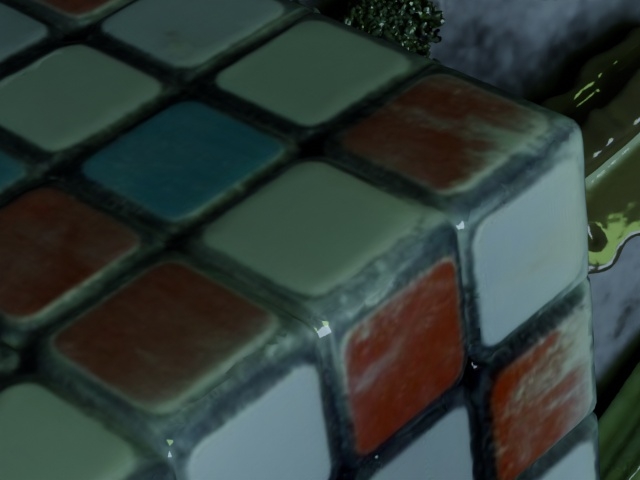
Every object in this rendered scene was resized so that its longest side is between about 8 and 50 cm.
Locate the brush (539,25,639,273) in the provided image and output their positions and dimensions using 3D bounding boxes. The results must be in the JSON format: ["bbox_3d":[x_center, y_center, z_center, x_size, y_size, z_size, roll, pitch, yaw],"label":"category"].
[{"bbox_3d":[0.194,-0.095,0.958,0.301,0.071,0.084,-43,131,-13],"label":"brush"}]

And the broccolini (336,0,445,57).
[{"bbox_3d":[0.000,0.000,0.887,0.051,0.054,0.239,-11,127,-48],"label":"broccolini"}]

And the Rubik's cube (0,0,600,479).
[{"bbox_3d":[-0.072,0.075,0.706,0.253,0.259,0.256,-34,135,-30],"label":"Rubik's cube"}]

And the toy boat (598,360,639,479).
[{"bbox_3d":[0.170,0.130,1.086,0.293,0.055,0.093,-51,132,2],"label":"toy boat"}]
